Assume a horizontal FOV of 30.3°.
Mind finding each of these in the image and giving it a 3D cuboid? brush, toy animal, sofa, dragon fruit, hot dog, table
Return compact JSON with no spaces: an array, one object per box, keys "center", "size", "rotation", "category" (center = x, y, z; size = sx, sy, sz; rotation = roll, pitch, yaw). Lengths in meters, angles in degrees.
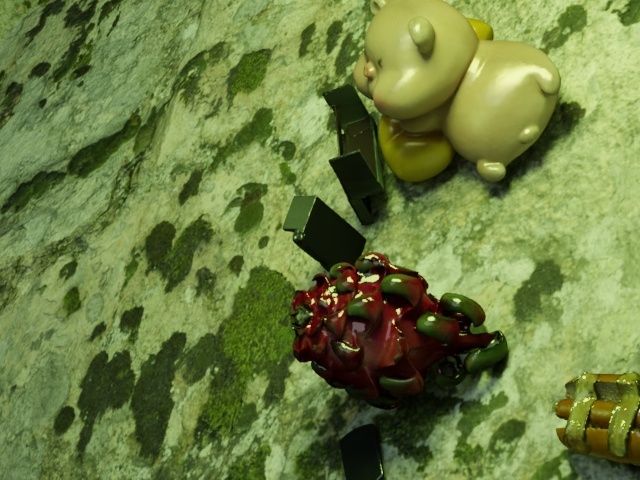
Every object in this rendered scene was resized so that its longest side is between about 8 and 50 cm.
[{"center":[0.065,0.344,1.639],"size":[0.063,0.016,0.193],"rotation":[-32,44,24],"category":"brush"},{"center":[0.164,-0.233,1.777],"size":[0.277,0.247,0.345],"rotation":[-50,40,6],"category":"toy animal"},{"center":[0.000,0.000,1.846],"size":[0.060,0.147,0.085],"rotation":[-3,60,39],"category":"sofa"},{"center":[0.093,0.124,1.626],"size":[0.272,0.198,0.218],"rotation":[-8,83,42],"category":"dragon fruit"},{"center":[0.388,0.211,1.383],"size":[0.269,0.072,0.109],"rotation":[-1,65,45],"category":"hot dog"},{"center":[0.061,-0.134,1.876],"size":[0.062,0.175,0.146],"rotation":[-16,51,15],"category":"table"}]
